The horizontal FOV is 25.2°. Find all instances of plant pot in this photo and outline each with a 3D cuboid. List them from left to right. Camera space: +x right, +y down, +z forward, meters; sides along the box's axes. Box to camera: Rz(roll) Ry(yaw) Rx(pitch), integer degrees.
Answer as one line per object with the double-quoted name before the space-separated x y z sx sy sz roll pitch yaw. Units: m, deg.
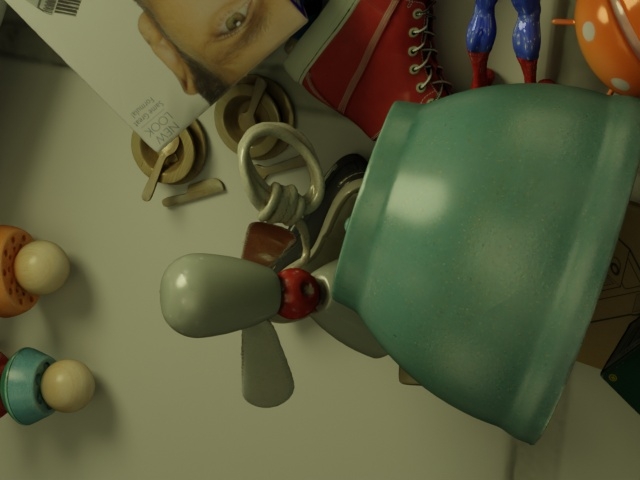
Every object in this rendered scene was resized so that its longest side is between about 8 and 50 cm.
"plant pot" 0.124 -0.005 1.166 0.196 0.293 0.293 19 115 5

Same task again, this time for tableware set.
"tableware set" -0.115 -0.106 1.442 0.194 0.039 0.128 -16 100 29

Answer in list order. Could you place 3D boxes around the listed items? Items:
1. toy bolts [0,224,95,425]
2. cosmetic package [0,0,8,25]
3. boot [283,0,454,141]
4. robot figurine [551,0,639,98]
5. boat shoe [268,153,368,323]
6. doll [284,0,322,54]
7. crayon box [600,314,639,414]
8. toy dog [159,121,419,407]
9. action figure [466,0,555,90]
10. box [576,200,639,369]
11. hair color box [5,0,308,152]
"toy bolts" -0.348 0.119 1.554 0.158 0.218 0.229 -3 124 21
"cosmetic package" -0.439 -0.257 1.435 0.230 0.161 0.453 47 124 36
"boot" 0.095 -0.185 1.289 0.176 0.088 0.244 43 128 7
"robot figurine" 0.301 -0.191 1.158 0.219 0.158 0.128 -27 53 30
"boat shoe" 0.000 0.000 1.423 0.206 0.075 0.065 -56 36 34
"doll" -0.053 -0.219 1.346 0.189 0.046 0.129 -26 130 9
"crayon box" 0.465 0.107 1.145 0.313 0.106 0.363 45 131 1
"toy dog" -0.001 0.053 1.319 0.333 0.220 0.161 27 158 -25
"action figure" 0.167 -0.259 1.217 0.091 0.139 0.280 11 141 20
"box" 0.246 0.033 1.323 0.201 0.021 0.164 18 114 21
"hair color box" -0.189 -0.263 1.228 0.185 0.110 0.339 -40 113 11
